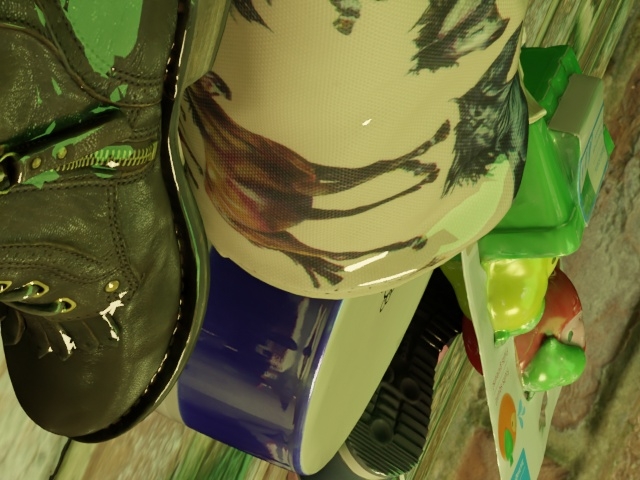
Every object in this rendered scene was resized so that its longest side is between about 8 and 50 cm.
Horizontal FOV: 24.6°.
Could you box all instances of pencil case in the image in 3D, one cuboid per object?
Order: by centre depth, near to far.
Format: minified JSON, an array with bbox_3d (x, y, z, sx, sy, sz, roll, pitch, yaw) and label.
[{"bbox_3d":[0.027,-0.151,0.564,0.183,0.160,0.410,-37,155,-24],"label":"pencil case"}]

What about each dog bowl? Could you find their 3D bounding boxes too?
[{"bbox_3d":[0.000,0.000,0.866,0.265,0.104,0.265,-60,166,-26],"label":"dog bowl"}]

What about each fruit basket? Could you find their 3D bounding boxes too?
[{"bbox_3d":[0.186,0.019,1.280,0.327,0.165,0.353,-55,132,-58],"label":"fruit basket"}]

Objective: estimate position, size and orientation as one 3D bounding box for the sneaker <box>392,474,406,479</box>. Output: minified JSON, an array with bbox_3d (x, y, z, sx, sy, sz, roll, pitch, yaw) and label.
[{"bbox_3d":[0.011,0.328,1.531,0.108,0.100,0.272,-11,124,-69],"label":"sneaker"}]

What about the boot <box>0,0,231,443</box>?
[{"bbox_3d":[-0.125,0.006,0.443,0.229,0.091,0.263,-43,150,-49],"label":"boot"}]

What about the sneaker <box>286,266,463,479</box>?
[{"bbox_3d":[0.048,0.103,1.330,0.131,0.112,0.319,-38,-165,41],"label":"sneaker"}]
